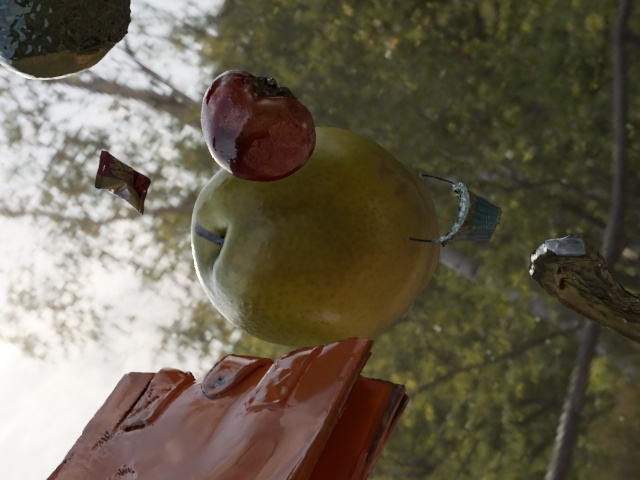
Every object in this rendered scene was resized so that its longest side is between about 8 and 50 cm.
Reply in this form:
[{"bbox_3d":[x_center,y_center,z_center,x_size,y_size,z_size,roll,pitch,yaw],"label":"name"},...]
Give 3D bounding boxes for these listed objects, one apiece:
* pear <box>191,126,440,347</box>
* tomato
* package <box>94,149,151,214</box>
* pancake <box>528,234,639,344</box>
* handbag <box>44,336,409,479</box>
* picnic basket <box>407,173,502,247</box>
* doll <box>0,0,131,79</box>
[{"bbox_3d":[0.000,0.000,1.687,0.418,0.362,0.362,-5,-45,-41],"label":"pear"},{"bbox_3d":[-0.090,-0.135,1.385,0.091,0.159,0.139,-61,-3,-46],"label":"tomato"},{"bbox_3d":[-0.253,-0.074,1.391,0.029,0.083,0.059,-23,48,37],"label":"package"},{"bbox_3d":[0.244,0.049,0.789,0.020,0.191,0.184,-67,-22,-16],"label":"pancake"},{"bbox_3d":[-0.129,0.249,1.161,0.410,0.116,0.303,-13,34,39],"label":"handbag"},{"bbox_3d":[0.126,-0.023,1.019,0.083,0.083,0.065,86,-161,-87],"label":"picnic basket"},{"bbox_3d":[-0.418,-0.422,1.616,0.247,0.247,0.349,-48,-47,-60],"label":"doll"}]
